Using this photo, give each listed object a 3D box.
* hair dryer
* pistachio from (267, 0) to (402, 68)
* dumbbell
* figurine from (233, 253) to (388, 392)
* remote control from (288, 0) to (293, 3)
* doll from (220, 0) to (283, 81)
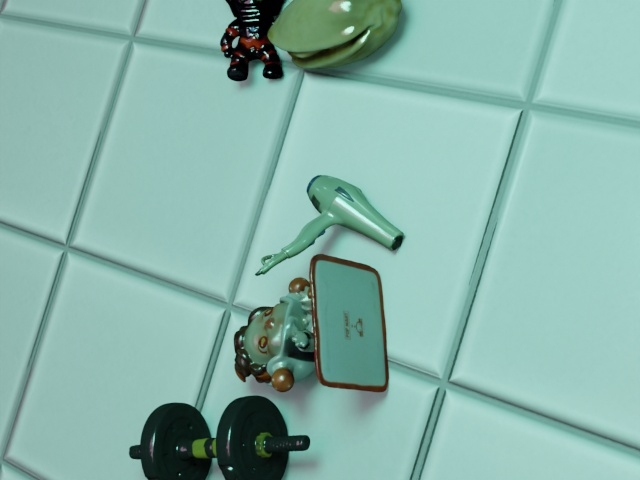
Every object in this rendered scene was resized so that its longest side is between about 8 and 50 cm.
[{"bbox_3d":[0.021,0.001,1.508,0.167,0.067,0.199,21,58,21],"label":"hair dryer"},{"bbox_3d":[0.024,-0.330,1.576,0.215,0.144,0.144,-9,75,38],"label":"pistachio"},{"bbox_3d":[-0.156,0.305,1.545,0.325,0.143,0.143,-10,74,32],"label":"dumbbell"},{"bbox_3d":[-0.040,0.139,1.513,0.226,0.160,0.183,-16,70,39],"label":"figurine"},{"bbox_3d":[0.025,-0.438,1.627,0.190,0.029,0.087,-26,43,37],"label":"remote control"},{"bbox_3d":[-0.104,-0.381,1.701,0.088,0.127,0.248,154,122,-64],"label":"doll"}]
